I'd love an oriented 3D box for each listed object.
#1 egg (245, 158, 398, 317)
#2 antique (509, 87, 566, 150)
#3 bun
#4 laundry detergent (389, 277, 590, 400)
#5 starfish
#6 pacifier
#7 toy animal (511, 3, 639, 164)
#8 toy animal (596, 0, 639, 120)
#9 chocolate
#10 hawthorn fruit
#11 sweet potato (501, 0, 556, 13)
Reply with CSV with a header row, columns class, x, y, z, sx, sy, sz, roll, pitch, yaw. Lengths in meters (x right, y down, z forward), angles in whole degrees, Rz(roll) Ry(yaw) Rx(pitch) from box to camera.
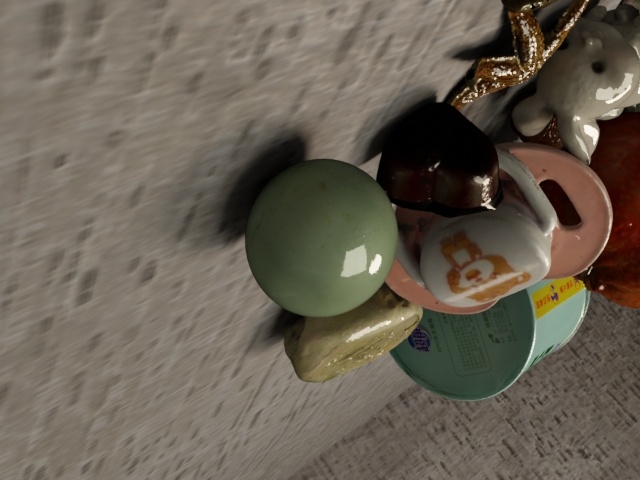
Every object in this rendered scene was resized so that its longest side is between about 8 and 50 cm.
class,x,y,z,sx,sy,sz,roll,pitch,yaw
egg,0.000,0.000,0.845,0.149,0.149,0.192,-36,168,-17
antique,0.326,-0.171,1.218,0.104,0.104,0.104,-37,162,-14
bun,0.041,0.126,1.292,0.210,0.116,0.237,-36,158,21
laundry detergent,0.293,0.090,1.471,0.305,0.287,0.287,-17,150,-52
starfish,0.231,-0.209,0.999,0.213,0.057,0.238,-37,163,10
pacifier,0.225,-0.022,1.168,0.332,0.220,0.273,-26,173,29
toy animal,0.351,-0.206,1.094,0.193,0.127,0.179,-36,149,-28
toy animal,0.462,-0.263,1.277,0.138,0.108,0.236,-38,162,-8
chocolate,0.143,-0.099,0.967,0.080,0.148,0.125,87,17,-68
hawthorn fruit,0.477,-0.072,1.289,0.330,0.287,0.287,-50,165,-15
sweet potato,0.317,-0.320,0.808,0.422,0.130,0.130,-31,161,-12
